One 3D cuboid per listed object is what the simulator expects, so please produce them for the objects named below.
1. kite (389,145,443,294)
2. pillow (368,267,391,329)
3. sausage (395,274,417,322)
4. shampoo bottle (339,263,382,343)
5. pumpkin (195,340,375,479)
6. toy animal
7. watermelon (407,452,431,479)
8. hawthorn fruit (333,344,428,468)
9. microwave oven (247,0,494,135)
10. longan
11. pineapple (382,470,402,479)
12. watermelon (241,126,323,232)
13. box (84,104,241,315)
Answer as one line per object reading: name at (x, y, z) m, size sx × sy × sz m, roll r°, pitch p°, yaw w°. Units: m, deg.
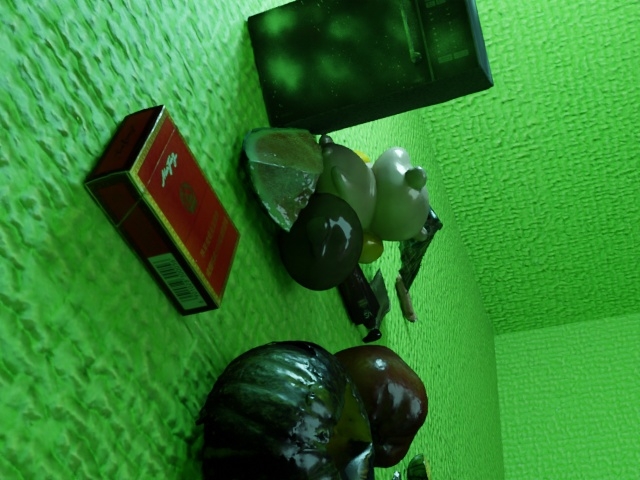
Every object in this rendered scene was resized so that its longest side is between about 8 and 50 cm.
kite at (0.216, -0.048, 1.811) m, size 0.368 × 0.014 × 0.406 m, roll -169°, pitch -110°, yaw -66°
pillow at (0.149, 0.156, 1.806) m, size 0.217 × 0.033 × 0.130 m, roll -40°, pitch 115°, yaw -68°
sausage at (0.260, 0.178, 2.093) m, size 0.036 × 0.042 × 0.158 m, roll -22°, pitch 101°, yaw -29°
shampoo bottle at (0.090, 0.140, 1.609) m, size 0.067 × 0.068 × 0.236 m, roll -72°, pitch 142°, yaw -55°
pumpkin at (-0.038, 0.292, 0.956) m, size 0.320 × 0.192 × 0.321 m, roll -13°, pitch 90°, yaw -73°
toy animal at (0.141, -0.135, 1.637) m, size 0.345 × 0.246 × 0.278 m, roll 58°, pitch 27°, yaw -44°
watermelon at (0.257, 0.607, 1.782) m, size 0.105 × 0.062 × 0.106 m, roll -14°, pitch 90°, yaw -83°
hawthorn fruit at (0.087, 0.293, 1.292) m, size 0.261 × 0.224 × 0.224 m, roll -90°, pitch 161°, yaw -66°
microwave oven at (0.121, -0.396, 1.467) m, size 0.374 × 0.431 × 0.236 m, roll -16°, pitch 94°, yaw -70°
longan at (0.000, 0.000, 1.278) m, size 0.204 × 0.159 × 0.185 m, roll 78°, pitch 16°, yaw -76°
pineapple at (0.076, 0.513, 1.233) m, size 0.361 × 0.175 × 0.175 m, roll -20°, pitch 97°, yaw -83°
watermelon at (-0.091, -0.135, 1.244) m, size 0.146 × 0.128 × 0.231 m, roll 33°, pitch 28°, yaw -24°
box at (-0.196, -0.037, 0.911) m, size 0.153 × 0.074 × 0.240 m, roll -75°, pitch 148°, yaw -45°
